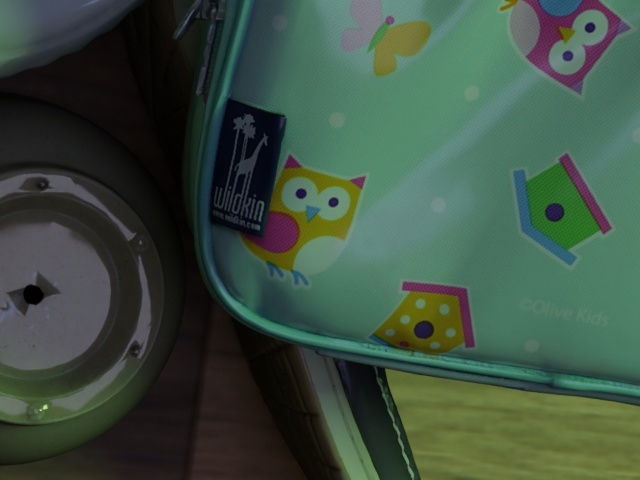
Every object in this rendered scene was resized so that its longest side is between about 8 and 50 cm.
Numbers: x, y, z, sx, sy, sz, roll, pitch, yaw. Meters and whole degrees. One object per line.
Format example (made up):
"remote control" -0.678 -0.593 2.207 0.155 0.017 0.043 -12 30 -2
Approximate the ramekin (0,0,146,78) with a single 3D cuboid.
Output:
"ramekin" -0.144 -0.177 0.481 0.273 0.127 0.272 -16 118 -33

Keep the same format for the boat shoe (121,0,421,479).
"boat shoe" 0.000 0.000 0.614 0.092 0.103 0.285 -23 96 -16

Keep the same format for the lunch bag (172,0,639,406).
"lunch bag" 0.087 -0.062 0.498 0.279 0.108 0.224 11 105 -8

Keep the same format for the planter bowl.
"planter bowl" -0.123 0.019 0.557 0.162 0.109 0.162 -2 94 -23
